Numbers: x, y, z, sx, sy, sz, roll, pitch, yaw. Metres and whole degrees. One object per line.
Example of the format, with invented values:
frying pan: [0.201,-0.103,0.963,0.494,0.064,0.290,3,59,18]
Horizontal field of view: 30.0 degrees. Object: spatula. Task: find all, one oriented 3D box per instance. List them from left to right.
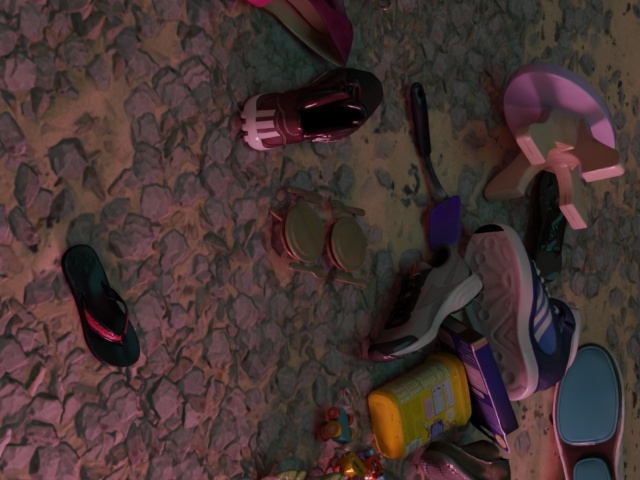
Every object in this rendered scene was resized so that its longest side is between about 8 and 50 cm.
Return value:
spatula: [0.186,-0.120,1.986,0.084,0.030,0.297,-29,112,-38]

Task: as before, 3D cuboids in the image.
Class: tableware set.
tableware set: [0.000,0.000,1.805,0.194,0.039,0.128,15,69,-50]

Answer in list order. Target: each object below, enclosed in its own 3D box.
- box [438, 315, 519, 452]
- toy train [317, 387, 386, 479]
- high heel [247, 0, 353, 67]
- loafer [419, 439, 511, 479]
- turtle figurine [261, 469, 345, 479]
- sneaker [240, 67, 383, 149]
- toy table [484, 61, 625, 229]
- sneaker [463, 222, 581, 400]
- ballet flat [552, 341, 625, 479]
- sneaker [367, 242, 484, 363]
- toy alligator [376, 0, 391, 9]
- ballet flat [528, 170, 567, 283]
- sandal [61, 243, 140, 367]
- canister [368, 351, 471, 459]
box: [0.264,0.238,2.006,0.036,0.136,0.225,-27,114,-15]
toy train: [0.044,0.320,1.858,0.166,0.046,0.125,66,22,-11]
high heel: [-0.038,-0.319,1.723,0.244,0.082,0.117,1,81,-58]
loafer: [0.251,0.378,2.039,0.251,0.094,0.087,37,63,-50]
turtle figurine: [0.014,0.458,1.698,0.197,0.275,0.266,-2,68,-14]
sneaker: [0.033,-0.188,1.739,0.281,0.162,0.106,-25,109,-41]
toy table: [0.410,-0.158,2.084,0.274,0.252,0.161,39,48,-29]
sneaker: [0.369,0.108,2.125,0.236,0.130,0.323,-20,102,-52]
ballet flat: [0.521,0.398,2.269,0.139,0.139,0.400,14,69,-44]
sneaker: [0.153,0.105,1.931,0.271,0.100,0.108,-43,106,-39]
toy alligator: [0.119,-0.444,1.897,0.051,0.056,0.190,76,27,-77]
ballet flat: [0.427,-0.037,2.219,0.084,0.058,0.250,13,74,-9]
sandal: [-0.278,0.089,1.528,0.067,0.040,0.179,-38,117,-37]
canister: [0.162,0.270,1.950,0.170,0.073,0.126,-22,108,-41]
